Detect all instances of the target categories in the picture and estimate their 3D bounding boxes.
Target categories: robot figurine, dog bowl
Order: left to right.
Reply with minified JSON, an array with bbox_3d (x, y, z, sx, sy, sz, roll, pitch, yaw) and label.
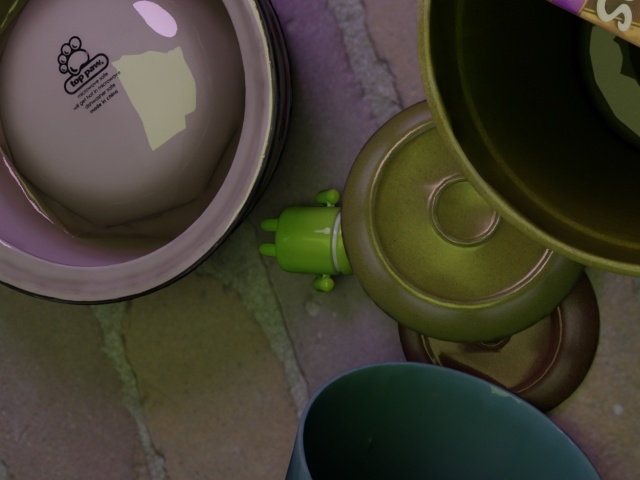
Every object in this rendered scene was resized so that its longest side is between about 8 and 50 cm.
[{"bbox_3d":[-0.209,-0.146,1.552,0.408,0.150,0.407,2,96,19],"label":"dog bowl"},{"bbox_3d":[0.000,0.000,1.538,0.115,0.067,0.101,2,87,18],"label":"robot figurine"}]

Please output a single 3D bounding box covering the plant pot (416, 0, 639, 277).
[{"bbox_3d":[0.297,-0.167,1.278,0.367,0.353,0.366,1,95,17],"label":"plant pot"}]

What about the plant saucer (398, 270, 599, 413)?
[{"bbox_3d":[0.166,0.081,1.509,0.199,0.036,0.198,2,96,18],"label":"plant saucer"}]

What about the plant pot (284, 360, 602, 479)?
[{"bbox_3d":[0.085,0.293,1.432,0.293,0.293,0.235,31,125,13],"label":"plant pot"}]

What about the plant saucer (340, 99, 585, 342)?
[{"bbox_3d":[0.137,-0.026,1.471,0.241,0.037,0.241,-1,81,6],"label":"plant saucer"}]

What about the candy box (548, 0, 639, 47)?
[{"bbox_3d":[0.198,-0.207,1.094,0.187,0.053,0.109,29,102,12],"label":"candy box"}]
